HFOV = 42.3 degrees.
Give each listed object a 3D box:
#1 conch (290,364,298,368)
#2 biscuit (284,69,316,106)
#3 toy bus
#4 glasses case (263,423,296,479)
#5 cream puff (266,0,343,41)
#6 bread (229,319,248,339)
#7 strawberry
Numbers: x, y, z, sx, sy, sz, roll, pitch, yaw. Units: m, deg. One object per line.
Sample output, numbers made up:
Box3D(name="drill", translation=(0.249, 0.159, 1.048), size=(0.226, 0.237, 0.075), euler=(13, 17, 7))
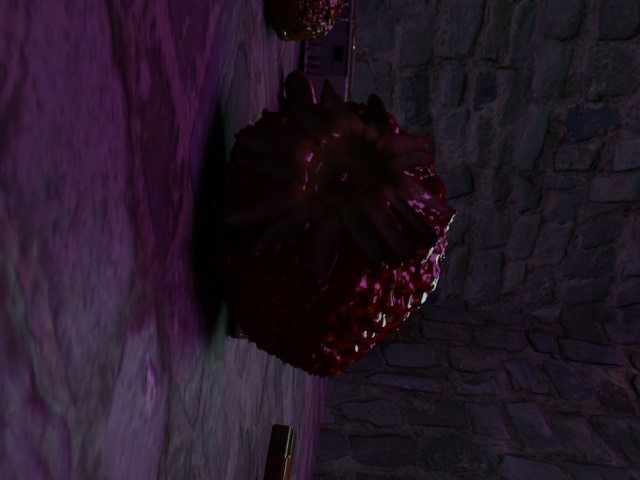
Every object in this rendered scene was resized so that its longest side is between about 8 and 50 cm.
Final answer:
Box3D(name="conch", translation=(-0.040, 0.254, 1.863), size=(0.089, 0.074, 0.121), euler=(41, -23, 53))
Box3D(name="biscuit", translation=(-0.029, -0.213, 1.382), size=(0.018, 0.071, 0.147), euler=(-23, 114, -34))
Box3D(name="toy bus", translation=(0.013, -0.345, 1.593), size=(0.139, 0.113, 0.301), euler=(20, 73, -86))
Box3D(name="glasses case", translation=(-0.089, 0.499, 1.716), size=(0.075, 0.049, 0.218), euler=(91, 6, -52))
Box3D(name="cream puff", translation=(-0.018, -0.343, 1.160), size=(0.144, 0.103, 0.126), euler=(24, 73, -79))
Box3D(name="bread", translation=(-0.092, 0.005, 1.178), size=(0.178, 0.135, 0.240), euler=(21, -71, 59))
Box3D(name="strawberry", translation=(0.002, -0.001, 0.974), size=(0.343, 0.292, 0.292), euler=(113, -14, -63))
